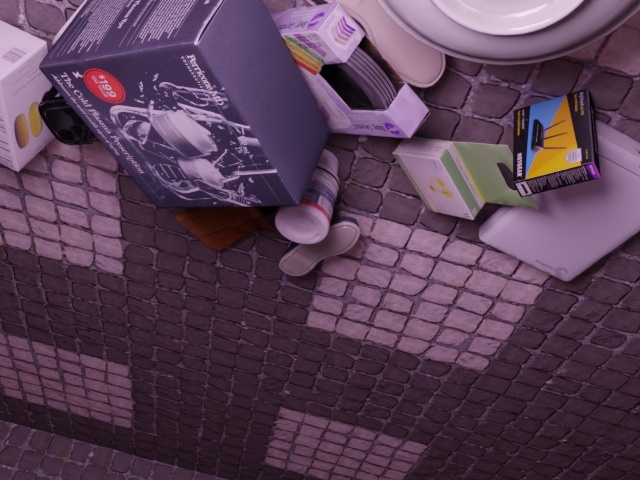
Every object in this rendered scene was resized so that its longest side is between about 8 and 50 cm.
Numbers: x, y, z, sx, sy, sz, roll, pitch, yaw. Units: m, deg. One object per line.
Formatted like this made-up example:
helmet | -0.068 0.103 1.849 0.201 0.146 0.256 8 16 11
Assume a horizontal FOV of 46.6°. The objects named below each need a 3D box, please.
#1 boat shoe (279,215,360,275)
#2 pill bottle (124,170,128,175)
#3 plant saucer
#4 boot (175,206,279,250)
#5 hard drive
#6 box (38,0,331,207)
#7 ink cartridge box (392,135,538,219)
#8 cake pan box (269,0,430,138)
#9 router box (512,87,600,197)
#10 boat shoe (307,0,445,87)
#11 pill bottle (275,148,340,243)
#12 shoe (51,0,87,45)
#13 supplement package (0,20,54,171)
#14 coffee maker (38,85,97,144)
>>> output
boat shoe | 0.000 0.000 1.651 0.095 0.079 0.254 28 142 -20
pill bottle | -0.349 -0.163 1.572 0.120 0.067 0.067 7 141 8
plant saucer | 0.220 -0.353 0.855 0.400 0.101 0.401 9 139 8
boot | -0.221 -0.093 1.629 0.280 0.096 0.264 -16 140 41
hard drive | 0.506 -0.061 1.448 0.232 0.047 0.353 25 140 -12
box | -0.204 -0.225 1.202 0.312 0.179 0.343 0 142 30
ink cartridge box | 0.265 -0.111 1.380 0.235 0.056 0.171 17 153 48
cake pan box | 0.024 -0.274 1.228 0.245 0.070 0.266 41 167 -32
router box | 0.394 -0.165 1.253 0.133 0.179 0.046 -14 136 29
boat shoe | 0.071 -0.373 1.190 0.335 0.095 0.112 34 101 -28
pill bottle | -0.019 -0.092 1.465 0.107 0.180 0.108 9 140 7
shoe | -0.400 -0.381 1.322 0.178 0.064 0.081 -34 119 31
supplement package | -0.613 -0.280 1.442 0.133 0.139 0.244 26 142 7
coffee maker | -0.443 -0.266 1.389 0.171 0.178 0.120 -20 129 35
